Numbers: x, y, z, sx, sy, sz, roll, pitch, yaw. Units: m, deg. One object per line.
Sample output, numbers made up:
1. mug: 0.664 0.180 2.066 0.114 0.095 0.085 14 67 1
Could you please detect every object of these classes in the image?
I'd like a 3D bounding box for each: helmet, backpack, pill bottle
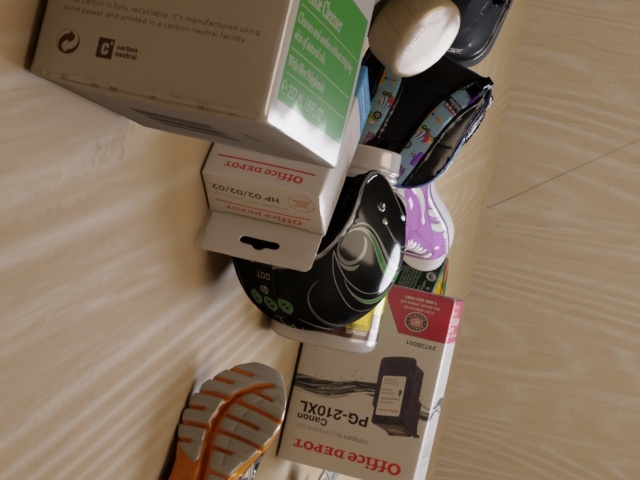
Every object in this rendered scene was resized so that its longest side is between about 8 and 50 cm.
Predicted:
1. helmet: 0.000 0.000 1.290 0.161 0.169 0.169 55 47 -58
2. backpack: 0.092 -0.134 1.611 0.173 0.158 0.117 -59 180 -19
3. pill bottle: 0.024 0.006 1.501 0.117 0.117 0.215 11 91 -78

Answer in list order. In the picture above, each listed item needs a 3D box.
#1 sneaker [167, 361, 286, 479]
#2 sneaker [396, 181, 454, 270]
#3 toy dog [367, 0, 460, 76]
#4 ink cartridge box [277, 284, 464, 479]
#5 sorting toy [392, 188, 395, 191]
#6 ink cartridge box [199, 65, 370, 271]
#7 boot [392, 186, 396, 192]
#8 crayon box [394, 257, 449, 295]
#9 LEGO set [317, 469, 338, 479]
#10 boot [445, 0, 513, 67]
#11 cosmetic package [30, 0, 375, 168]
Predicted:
1. sneaker: -0.095 0.206 1.267 0.083 0.084 0.215 86 29 -62
2. sneaker: 0.103 -0.010 1.931 0.282 0.102 0.161 68 38 -51
3. toy dog: 0.030 -0.277 1.159 0.161 0.220 0.334 -30 132 -30
4. ink cartridge box: 0.062 0.168 1.711 0.100 0.172 0.237 12 91 -78
5. sorting toy: 0.046 -0.052 1.646 0.045 0.075 0.083 91 16 -44
6. ink cartridge box: -0.032 -0.072 1.194 0.061 0.104 0.181 83 22 -57
7. boot: 0.072 -0.066 1.765 0.086 0.069 0.190 -34 133 -69
8. crayon box: 0.137 0.201 2.317 0.202 0.081 0.319 -61 160 -56
9. LEGO set: -0.028 0.390 1.886 0.182 0.060 0.244 -60 161 -19
10. boot: 0.227 -0.456 1.860 0.445 0.146 0.367 56 48 -77
11. cosmetic package: -0.038 -0.247 0.872 0.197 0.155 0.366 16 87 -76
